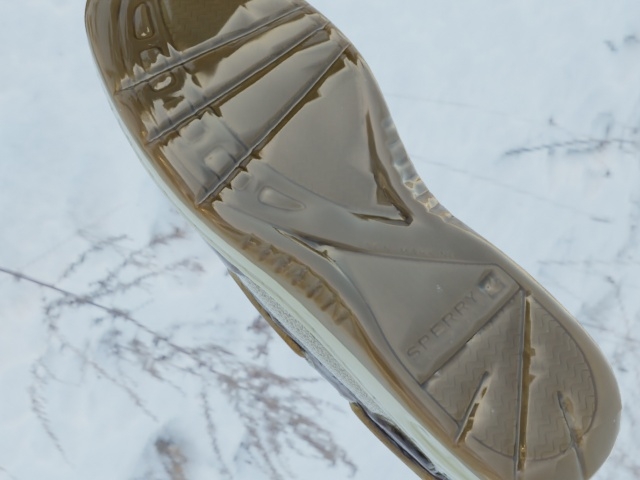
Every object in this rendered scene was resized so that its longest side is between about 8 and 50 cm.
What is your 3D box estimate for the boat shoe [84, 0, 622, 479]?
[{"bbox_3d":[0.000,0.000,0.604,0.123,0.342,0.123,-39,168,-24],"label":"boat shoe"}]
